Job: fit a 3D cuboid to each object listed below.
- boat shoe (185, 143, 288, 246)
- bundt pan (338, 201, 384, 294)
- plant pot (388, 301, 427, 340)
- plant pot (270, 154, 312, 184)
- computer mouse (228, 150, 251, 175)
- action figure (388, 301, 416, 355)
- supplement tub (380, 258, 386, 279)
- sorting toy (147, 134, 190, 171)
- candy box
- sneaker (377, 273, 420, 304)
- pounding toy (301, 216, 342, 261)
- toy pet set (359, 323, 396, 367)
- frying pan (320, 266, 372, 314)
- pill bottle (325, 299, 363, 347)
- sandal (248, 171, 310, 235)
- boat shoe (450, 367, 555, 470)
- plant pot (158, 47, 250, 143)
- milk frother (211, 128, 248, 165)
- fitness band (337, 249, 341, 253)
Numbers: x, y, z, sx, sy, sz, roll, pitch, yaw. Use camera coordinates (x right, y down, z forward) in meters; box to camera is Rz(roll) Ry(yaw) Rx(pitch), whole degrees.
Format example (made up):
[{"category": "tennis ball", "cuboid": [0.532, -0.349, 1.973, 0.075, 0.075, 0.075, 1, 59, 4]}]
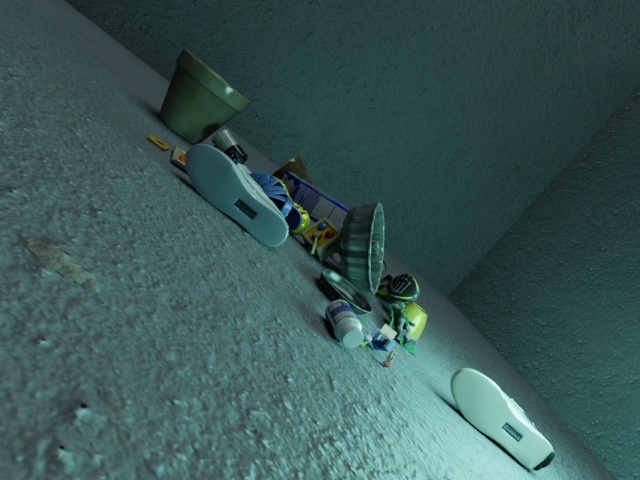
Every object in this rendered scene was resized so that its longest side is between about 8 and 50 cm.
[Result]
[{"category": "boat shoe", "cuboid": [-0.231, -0.139, 1.346, 0.367, 0.136, 0.156, 41, 9, -7]}, {"category": "bundt pan", "cuboid": [0.146, 0.025, 1.642, 0.124, 0.330, 0.331, 3, 0, 14]}, {"category": "plant pot", "cuboid": [0.326, 0.279, 1.650, 0.134, 0.095, 0.134, 38, 9, -7]}, {"category": "plant pot", "cuboid": [-0.123, -0.249, 2.183, 0.230, 0.215, 0.215, 53, 7, -8]}, {"category": "computer mouse", "cuboid": [-0.307, -0.262, 1.769, 0.042, 0.106, 0.193, 17, -5, 21]}, {"category": "action figure", "cuboid": [0.271, 0.267, 1.518, 0.137, 0.063, 0.232, 49, 16, -13]}, {"category": "supplement tub", "cuboid": [0.216, 0.118, 1.929, 0.117, 0.117, 0.190, 40, 9, 5]}, {"category": "sorting toy", "cuboid": [-0.389, -0.239, 1.474, 0.348, 0.047, 0.196, 35, 10, -26]}, {"category": "candy box", "cuboid": [-0.013, -0.147, 1.919, 0.317, 0.122, 0.268, 31, 6, -23]}, {"category": "sneaker", "cuboid": [0.317, 0.203, 1.788, 0.121, 0.111, 0.300, 46, -9, -9]}, {"category": "pounding toy", "cuboid": [0.000, 0.000, 1.644, 0.130, 0.141, 0.100, 46, -17, 37]}, {"category": "toy pet set", "cuboid": [0.135, 0.262, 1.159, 0.122, 0.065, 0.114, 38, 43, 12]}, {"category": "frying pan", "cuboid": [0.081, 0.176, 1.316, 0.197, 0.053, 0.326, 36, 11, -19]}, {"category": "pill bottle", "cuboid": [0.057, 0.196, 1.072, 0.067, 0.067, 0.120, 35, 10, -27]}, {"category": "sandal", "cuboid": [-0.174, -0.151, 1.691, 0.317, 0.126, 0.138, 42, 13, 25]}, {"category": "boat shoe", "cuboid": [0.481, 0.478, 1.286, 0.340, 0.127, 0.158, 47, 3, 0]}, {"category": "plant pot", "cuboid": [-0.493, -0.556, 1.863, 0.323, 0.280, 0.323, 38, 9, -7]}, {"category": "milk frother", "cuboid": [-0.378, -0.349, 1.777, 0.134, 0.129, 0.143, 53, 4, 10]}, {"category": "fitness band", "cuboid": [0.142, 0.029, 1.956, 0.209, 0.054, 0.291, 2, 3, 11]}]
